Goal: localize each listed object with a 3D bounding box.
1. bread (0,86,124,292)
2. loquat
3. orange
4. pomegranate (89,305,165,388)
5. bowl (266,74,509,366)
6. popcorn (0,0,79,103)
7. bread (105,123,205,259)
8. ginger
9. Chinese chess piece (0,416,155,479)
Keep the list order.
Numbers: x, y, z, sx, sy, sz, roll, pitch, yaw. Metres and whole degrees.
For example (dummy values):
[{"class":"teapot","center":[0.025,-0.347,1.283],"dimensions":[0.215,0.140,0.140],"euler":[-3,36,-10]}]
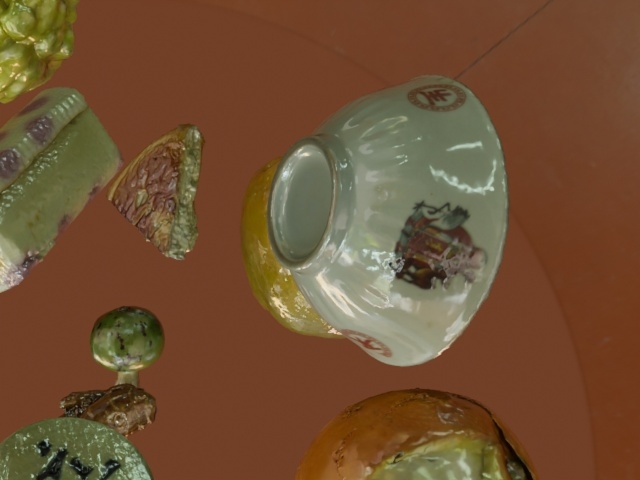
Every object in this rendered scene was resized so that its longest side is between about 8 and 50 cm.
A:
[{"class":"bread","center":[-0.461,-0.086,1.925],"dimensions":[0.187,0.155,0.338],"euler":[58,39,-23]},{"class":"loquat","center":[0.000,0.000,1.862],"dimensions":[0.276,0.276,0.284],"euler":[10,99,-8]},{"class":"orange","center":[0.088,0.248,1.091],"dimensions":[0.240,0.240,0.240],"euler":[2,79,-9]},{"class":"pomegranate","center":[-0.289,0.168,1.854],"dimensions":[0.114,0.114,0.142],"euler":[-1,102,-10]},{"class":"bowl","center":[0.041,-0.032,1.372],"dimensions":[0.157,0.337,0.337],"euler":[8,77,-32]},{"class":"popcorn","center":[-0.354,-0.260,1.287],"dimensions":[0.212,0.259,0.259],"euler":[7,78,-26]},{"class":"bread","center":[-0.193,-0.053,1.420],"dimensions":[0.054,0.136,0.154],"euler":[20,74,-51]},{"class":"ginger","center":[-0.310,0.242,1.690],"dimensions":[0.162,0.103,0.073],"euler":[-29,115,-20]},{"class":"Chinese chess piece","center":[-0.259,0.271,1.259],"dimensions":[0.188,0.083,0.188],"euler":[12,48,-14]}]
